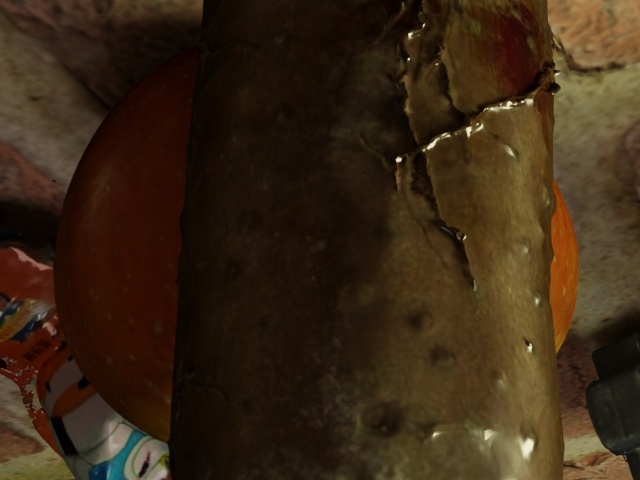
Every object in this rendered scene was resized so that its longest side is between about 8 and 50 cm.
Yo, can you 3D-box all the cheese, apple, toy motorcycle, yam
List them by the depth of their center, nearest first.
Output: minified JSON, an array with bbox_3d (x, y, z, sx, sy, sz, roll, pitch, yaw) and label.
[{"bbox_3d":[0.015,-0.039,0.416,0.131,0.280,0.131,2,156,1],"label":"yam"},{"bbox_3d":[0.000,0.000,0.581,0.210,0.173,0.235,-23,158,32],"label":"apple"},{"bbox_3d":[-0.107,0.075,0.736,0.329,0.129,0.217,33,128,-26],"label":"cheese"},{"bbox_3d":[0.292,0.080,0.850,0.274,0.125,0.187,-31,153,36],"label":"toy motorcycle"}]
